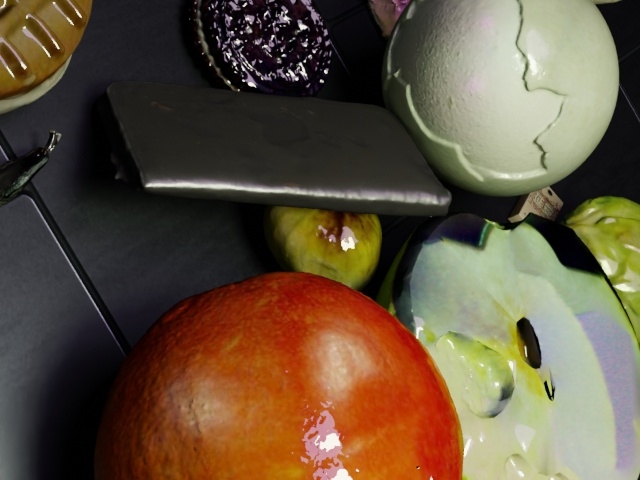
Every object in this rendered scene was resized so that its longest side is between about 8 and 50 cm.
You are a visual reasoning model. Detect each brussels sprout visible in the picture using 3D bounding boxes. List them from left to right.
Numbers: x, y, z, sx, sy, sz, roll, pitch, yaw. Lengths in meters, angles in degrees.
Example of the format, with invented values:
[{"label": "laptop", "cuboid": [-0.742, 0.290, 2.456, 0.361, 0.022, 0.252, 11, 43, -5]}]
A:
[{"label": "brussels sprout", "cuboid": [0.384, 0.043, 1.924, 0.223, 0.161, 0.223, 9, 74, -35]}]

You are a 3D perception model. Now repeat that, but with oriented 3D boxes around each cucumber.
[{"label": "cucumber", "cuboid": [-0.314, -0.057, 1.452, 0.039, 0.043, 0.163, 25, 40, 21]}]

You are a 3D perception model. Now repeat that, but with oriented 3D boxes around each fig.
[{"label": "fig", "cuboid": [0.005, -0.008, 1.645, 0.136, 0.120, 0.153, -15, 80, -40]}]

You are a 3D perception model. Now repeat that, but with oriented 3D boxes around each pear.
[{"label": "pear", "cuboid": [0.184, 0.159, 1.698, 0.398, 0.165, 0.399, 19, 60, -36]}]

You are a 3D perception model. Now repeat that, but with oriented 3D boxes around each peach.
[{"label": "peach", "cuboid": [-0.036, 0.215, 1.404, 0.372, 0.290, 0.373, 18, 55, -28]}]

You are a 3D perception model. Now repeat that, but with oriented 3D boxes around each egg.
[{"label": "egg", "cuboid": [0.209, -0.194, 1.744, 0.336, 0.278, 0.278, 58, 20, -77]}]

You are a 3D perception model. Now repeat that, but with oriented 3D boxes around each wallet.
[{"label": "wallet", "cuboid": [-0.053, -0.098, 1.593, 0.377, 0.051, 0.197, 4, 36, -29]}]

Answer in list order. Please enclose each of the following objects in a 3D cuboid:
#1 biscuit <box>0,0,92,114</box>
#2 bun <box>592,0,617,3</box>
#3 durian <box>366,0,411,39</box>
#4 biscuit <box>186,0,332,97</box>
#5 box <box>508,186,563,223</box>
[{"label": "biscuit", "cuboid": [-0.369, -0.273, 1.444, 0.332, 0.103, 0.332, 18, 62, -36]}, {"label": "bun", "cuboid": [0.340, -0.499, 2.071, 0.359, 0.211, 0.360, 5, 77, -24]}, {"label": "durian", "cuboid": [0.103, -0.347, 1.895, 0.132, 0.165, 0.182, -29, 65, -5]}, {"label": "biscuit", "cuboid": [-0.069, -0.238, 1.722, 0.194, 0.053, 0.195, 18, 61, -36]}, {"label": "box", "cuboid": [0.285, -0.039, 1.967, 0.053, 0.024, 0.083, 47, 51, -17]}]
